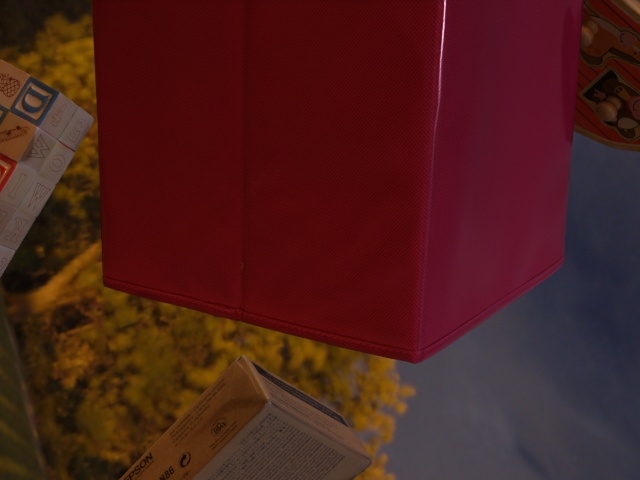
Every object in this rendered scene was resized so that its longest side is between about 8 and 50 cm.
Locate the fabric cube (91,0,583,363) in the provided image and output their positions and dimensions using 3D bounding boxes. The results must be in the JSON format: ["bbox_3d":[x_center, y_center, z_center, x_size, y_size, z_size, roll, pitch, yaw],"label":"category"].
[{"bbox_3d":[0.018,-0.097,0.679,0.259,0.254,0.258,10,-72,31],"label":"fabric cube"}]

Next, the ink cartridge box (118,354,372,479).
[{"bbox_3d":[-0.091,0.267,1.111,0.193,0.234,0.088,39,8,-41],"label":"ink cartridge box"}]

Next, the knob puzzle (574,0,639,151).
[{"bbox_3d":[0.236,-0.138,0.846,0.213,0.030,0.213,37,-22,17],"label":"knob puzzle"}]

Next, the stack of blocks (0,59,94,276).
[{"bbox_3d":[-0.400,-0.054,1.068,0.171,0.297,0.087,29,-5,17],"label":"stack of blocks"}]
